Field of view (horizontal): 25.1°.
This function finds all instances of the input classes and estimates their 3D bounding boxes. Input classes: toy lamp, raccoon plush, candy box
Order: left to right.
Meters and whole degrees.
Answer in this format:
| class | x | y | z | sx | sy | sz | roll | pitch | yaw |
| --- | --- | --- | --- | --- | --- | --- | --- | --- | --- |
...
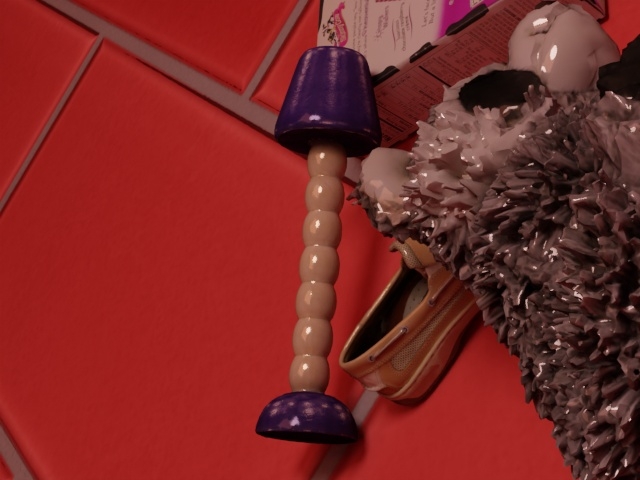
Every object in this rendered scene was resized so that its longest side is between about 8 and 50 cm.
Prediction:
| class | x | y | z | sx | sy | sz | roll | pitch | yaw |
| --- | --- | --- | --- | --- | --- | --- | --- | --- | --- |
| toy lamp | 0.000 | 0.000 | 0.999 | 0.080 | 0.080 | 0.274 | -14 | 68 | 49 |
| candy box | 0.098 | -0.184 | 1.069 | 0.233 | 0.071 | 0.159 | -29 | 45 | 40 |
| raccoon plush | 0.122 | 0.078 | 0.725 | 0.299 | 0.216 | 0.446 | -17 | 52 | 58 |

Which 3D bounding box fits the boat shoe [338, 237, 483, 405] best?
| class | x | y | z | sx | sy | sz | roll | pitch | yaw |
| --- | --- | --- | --- | --- | --- | --- | --- | --- | --- |
| boat shoe | 0.078 | 0.016 | 0.937 | 0.190 | 0.072 | 0.068 | -60 | 32 | 0 |
